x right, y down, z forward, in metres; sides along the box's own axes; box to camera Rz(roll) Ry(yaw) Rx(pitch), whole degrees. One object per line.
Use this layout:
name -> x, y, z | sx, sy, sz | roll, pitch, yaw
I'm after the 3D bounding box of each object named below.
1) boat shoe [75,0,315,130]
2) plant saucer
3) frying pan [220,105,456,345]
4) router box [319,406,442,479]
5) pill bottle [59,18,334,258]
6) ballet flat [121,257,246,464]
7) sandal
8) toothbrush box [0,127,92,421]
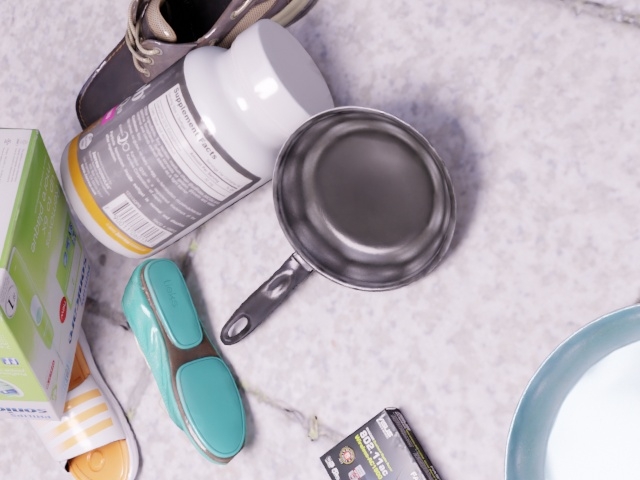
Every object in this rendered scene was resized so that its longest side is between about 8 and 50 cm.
boat shoe -> -0.163, -0.243, 1.263 | 0.355, 0.130, 0.132 | -39, 66, 19
plant saucer -> 0.318, 0.211, 0.979 | 0.317, 0.043, 0.318 | -4, 82, 29
frying pan -> 0.027, 0.011, 1.161 | 0.197, 0.053, 0.326 | 26, 119, 12
router box -> 0.068, 0.243, 1.118 | 0.092, 0.038, 0.122 | -40, 66, 18
pill bottle -> -0.133, -0.109, 1.210 | 0.278, 0.162, 0.162 | -32, 69, 22
ballet flat -> -0.155, 0.140, 1.242 | 0.087, 0.083, 0.247 | -42, 66, 47
sandal -> -0.307, 0.187, 1.315 | 0.102, 0.076, 0.265 | -38, 67, 20
toothbrush box -> -0.342, 0.042, 1.187 | 0.122, 0.283, 0.206 | 3, 58, 2
